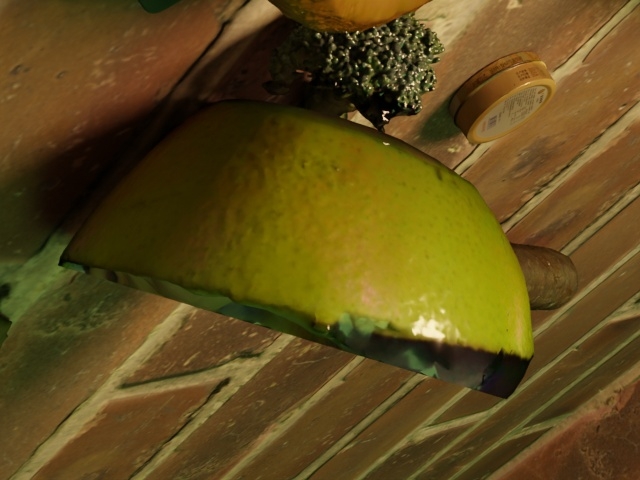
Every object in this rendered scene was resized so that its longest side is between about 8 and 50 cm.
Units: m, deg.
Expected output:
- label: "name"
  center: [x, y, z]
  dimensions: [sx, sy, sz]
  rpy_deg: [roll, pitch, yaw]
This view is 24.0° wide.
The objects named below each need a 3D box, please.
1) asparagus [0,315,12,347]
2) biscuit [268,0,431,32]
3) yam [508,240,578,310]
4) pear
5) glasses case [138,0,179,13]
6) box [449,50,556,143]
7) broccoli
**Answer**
- label: "asparagus"
  center: [-0.306, 0.076, 1.281]
  dimensions: [0.045, 0.041, 0.178]
  rpy_deg: [-27, 163, 14]
- label: "biscuit"
  center: [0.076, -0.244, 0.927]
  dimensions: [0.296, 0.102, 0.296]
  rpy_deg: [-37, 161, -15]
- label: "yam"
  center: [0.256, 0.047, 1.943]
  dimensions: [0.093, 0.093, 0.259]
  rpy_deg: [-39, 159, 22]
- label: "pear"
  center: [-0.003, -0.004, 1.200]
  dimensions: [0.399, 0.399, 0.165]
  rpy_deg: [25, 80, -67]
- label: "glasses case"
  center: [-0.103, -0.204, 0.896]
  dimensions: [0.078, 0.039, 0.184]
  rpy_deg: [-31, 160, 0]
- label: "box"
  center: [0.177, -0.138, 1.464]
  dimensions: [0.106, 0.037, 0.105]
  rpy_deg: [-26, 161, -10]
- label: "broccoli"
  center: [0.017, -0.127, 1.196]
  dimensions: [0.122, 0.118, 0.204]
  rpy_deg: [-56, -174, -19]
